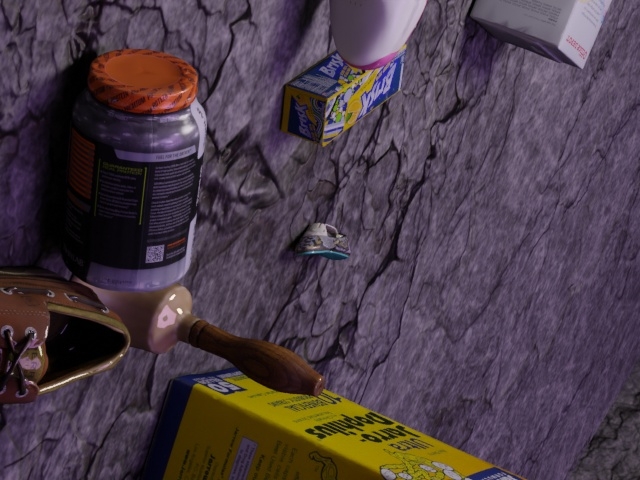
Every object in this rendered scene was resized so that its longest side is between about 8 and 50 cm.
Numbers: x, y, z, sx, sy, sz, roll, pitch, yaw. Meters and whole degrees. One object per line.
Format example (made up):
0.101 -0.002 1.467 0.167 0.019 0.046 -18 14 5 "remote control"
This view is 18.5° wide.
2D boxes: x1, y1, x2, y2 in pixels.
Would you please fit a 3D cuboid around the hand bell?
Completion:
-0.101 0.087 1.789 0.126 0.242 0.126 -47 149 -40 "hand bell"

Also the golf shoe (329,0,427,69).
0.045 -0.321 1.931 0.140 0.115 0.306 -3 105 -55 "golf shoe"

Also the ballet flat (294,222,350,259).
0.000 0.000 2.200 0.114 0.041 0.041 8 103 -67 "ballet flat"

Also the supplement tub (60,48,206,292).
-0.160 -0.061 1.689 0.117 0.117 0.190 -35 142 -51 "supplement tub"

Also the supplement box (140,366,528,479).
0.010 0.285 2.061 0.194 0.357 0.195 -6 116 -65 "supplement box"

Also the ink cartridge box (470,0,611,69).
0.284 -0.318 2.405 0.176 0.127 0.128 -68 157 0 "ink cartridge box"

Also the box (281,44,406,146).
0.026 -0.162 2.079 0.169 0.054 0.059 -38 143 -48 "box"

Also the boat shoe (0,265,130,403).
-0.265 0.078 1.600 0.307 0.104 0.110 -17 126 -61 "boat shoe"
